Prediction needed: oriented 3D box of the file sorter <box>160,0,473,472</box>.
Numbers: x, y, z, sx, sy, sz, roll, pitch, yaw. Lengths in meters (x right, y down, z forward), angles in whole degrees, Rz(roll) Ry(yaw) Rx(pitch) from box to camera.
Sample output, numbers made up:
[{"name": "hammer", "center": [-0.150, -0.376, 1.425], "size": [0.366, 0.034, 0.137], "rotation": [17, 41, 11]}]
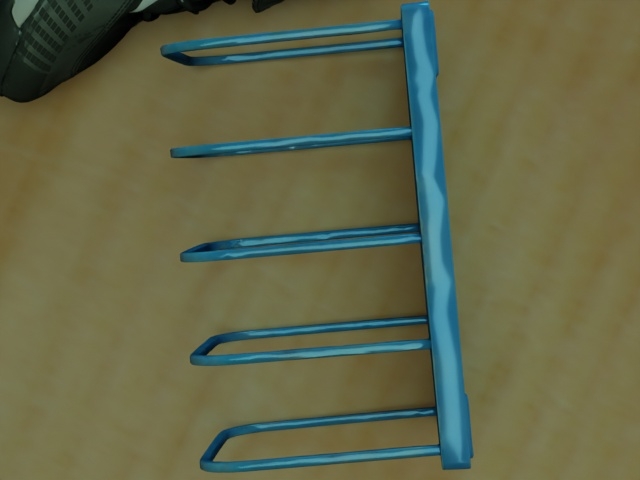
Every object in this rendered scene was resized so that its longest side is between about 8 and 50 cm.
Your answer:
[{"name": "file sorter", "center": [0.000, 0.000, 0.733], "size": [0.105, 0.118, 0.170], "rotation": [-5, 92, 2]}]

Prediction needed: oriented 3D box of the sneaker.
[{"name": "sneaker", "center": [-0.032, -0.126, 0.746], "size": [0.234, 0.078, 0.106], "rotation": [-45, 90, -1]}]
